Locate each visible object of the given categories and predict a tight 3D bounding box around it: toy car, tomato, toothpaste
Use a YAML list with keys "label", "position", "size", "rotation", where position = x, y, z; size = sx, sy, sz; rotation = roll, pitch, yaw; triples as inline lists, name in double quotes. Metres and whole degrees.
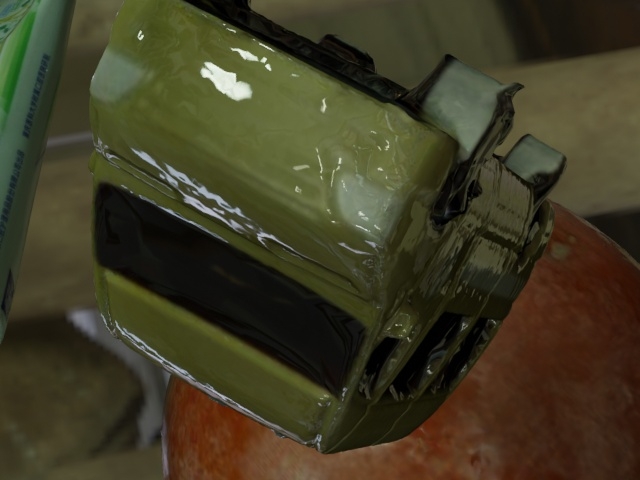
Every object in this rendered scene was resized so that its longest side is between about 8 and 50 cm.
- label: "toy car"
  position: [0.000, 0.000, 0.578]
  size: [0.124, 0.101, 0.257]
  rotation: [-63, -14, 3]
- label: "tomato"
  position: [0.050, 0.089, 0.936]
  size: [0.265, 0.265, 0.264]
  rotation: [169, 90, -73]
- label: "toothpaste"
  position: [-0.154, -0.043, 0.905]
  size: [0.075, 0.048, 0.296]
  rotation: [-31, 36, 30]
